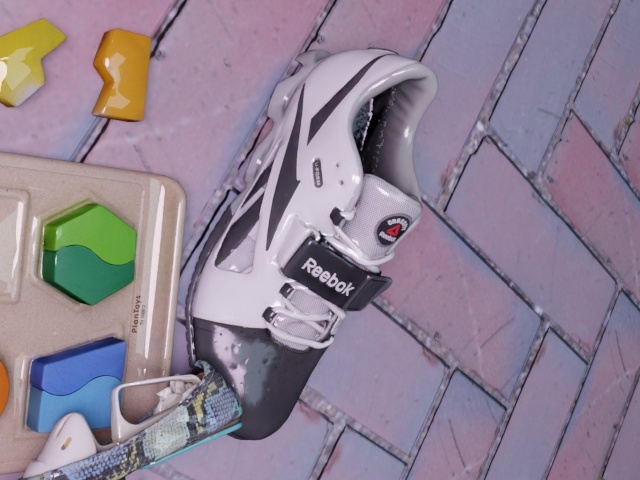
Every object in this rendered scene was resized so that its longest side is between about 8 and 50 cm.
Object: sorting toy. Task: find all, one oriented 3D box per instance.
[{"bbox_3d":[-0.192,0.002,0.536,0.229,0.041,0.308,5,90,-39],"label":"sorting toy"}]

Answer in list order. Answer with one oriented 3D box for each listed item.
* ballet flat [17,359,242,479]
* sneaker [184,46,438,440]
[{"bbox_3d":[-0.139,0.133,0.544,0.188,0.070,0.070,-22,107,-40],"label":"ballet flat"},{"bbox_3d":[0.000,0.000,0.629,0.122,0.146,0.331,21,82,-40],"label":"sneaker"}]
